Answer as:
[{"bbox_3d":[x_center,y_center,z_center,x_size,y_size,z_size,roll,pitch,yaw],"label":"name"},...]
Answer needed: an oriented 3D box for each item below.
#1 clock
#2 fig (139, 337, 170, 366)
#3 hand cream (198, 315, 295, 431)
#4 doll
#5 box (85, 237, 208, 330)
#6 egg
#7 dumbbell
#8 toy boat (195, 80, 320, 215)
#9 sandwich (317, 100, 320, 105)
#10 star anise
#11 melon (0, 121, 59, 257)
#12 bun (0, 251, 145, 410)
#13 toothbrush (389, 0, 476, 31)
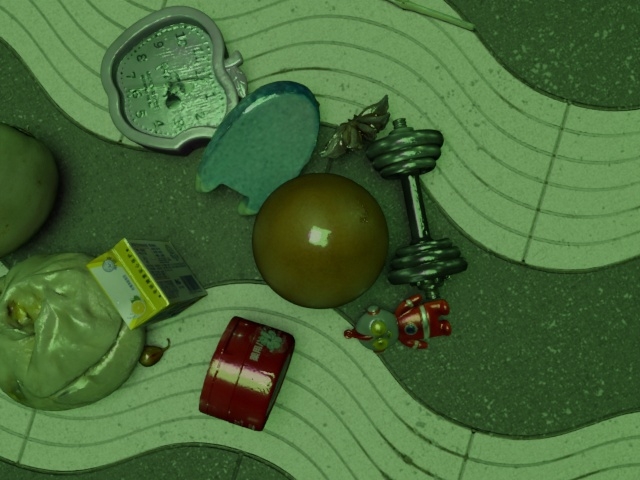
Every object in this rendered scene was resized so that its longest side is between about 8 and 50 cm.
[{"bbox_3d":[-0.329,-0.362,1.328,0.339,0.102,0.338,0,87,1],"label":"clock"},{"bbox_3d":[-0.386,0.261,1.332,0.083,0.050,0.050,-33,87,-21],"label":"fig"},{"bbox_3d":[-0.155,0.288,1.233,0.149,0.230,0.230,21,88,3],"label":"hand cream"},{"bbox_3d":[0.173,0.194,1.298,0.245,0.076,0.142,-10,109,-3],"label":"doll"},{"bbox_3d":[-0.361,0.088,1.227,0.097,0.265,0.168,-37,87,3],"label":"box"},{"bbox_3d":[0.000,0.000,1.174,0.283,0.351,0.282,0,81,0],"label":"egg"},{"bbox_3d":[0.210,-0.071,1.259,0.179,0.179,0.406,-11,87,1],"label":"dumbbell"},{"bbox_3d":[-0.137,-0.217,1.286,0.215,0.123,0.330,27,108,-30],"label":"toy boat"},{"bbox_3d":[-0.066,-0.313,1.348,0.105,0.036,0.093,36,90,4],"label":"sandwich"},{"bbox_3d":[0.087,-0.242,1.268,0.182,0.195,0.065,-28,109,33],"label":"star anise"},{"bbox_3d":[-0.730,-0.113,1.248,0.268,0.268,0.330,34,81,3],"label":"melon"},{"bbox_3d":[-0.575,0.197,1.242,0.365,0.219,0.365,0,87,9],"label":"bun"},{"bbox_3d":[0.231,-0.553,1.355,0.294,0.026,0.028,25,73,3],"label":"toothbrush"}]
